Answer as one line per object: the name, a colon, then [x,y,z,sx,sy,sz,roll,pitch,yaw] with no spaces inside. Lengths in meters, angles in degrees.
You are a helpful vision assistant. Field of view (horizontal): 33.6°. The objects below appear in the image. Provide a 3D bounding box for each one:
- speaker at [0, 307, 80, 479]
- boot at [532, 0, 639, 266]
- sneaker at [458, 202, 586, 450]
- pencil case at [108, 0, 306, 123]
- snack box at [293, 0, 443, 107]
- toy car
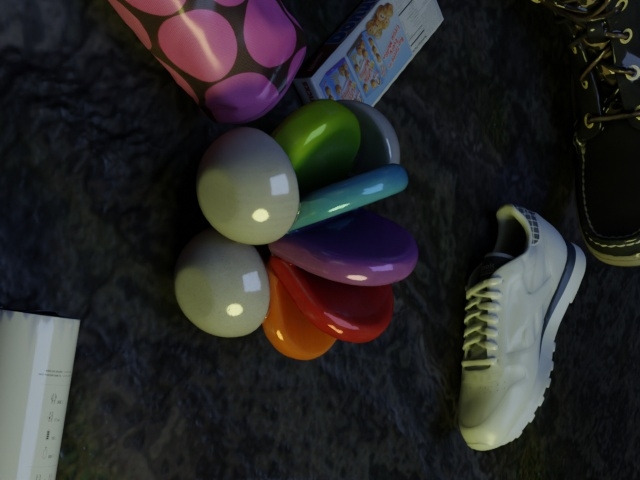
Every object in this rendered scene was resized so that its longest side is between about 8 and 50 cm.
speaker: [-0.172,0.106,0.600,0.055,0.055,0.136,13,84,-50]
boot: [0.279,-0.192,1.046,0.284,0.138,0.378,36,62,-47]
sneaker: [0.168,0.080,0.995,0.094,0.090,0.235,37,61,-31]
pencil case: [-0.086,-0.174,0.652,0.209,0.095,0.098,56,50,-39]
snack box: [0.043,-0.156,0.858,0.178,0.022,0.064,-52,131,-33]
toy car: [0.000,0.000,0.709,0.159,0.136,0.182,-21,138,-46]
